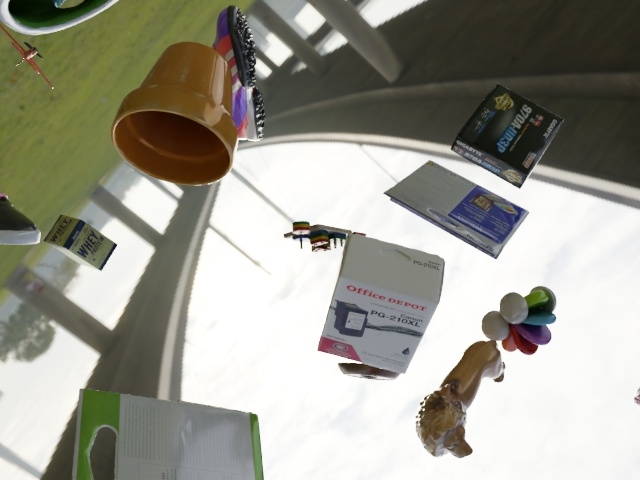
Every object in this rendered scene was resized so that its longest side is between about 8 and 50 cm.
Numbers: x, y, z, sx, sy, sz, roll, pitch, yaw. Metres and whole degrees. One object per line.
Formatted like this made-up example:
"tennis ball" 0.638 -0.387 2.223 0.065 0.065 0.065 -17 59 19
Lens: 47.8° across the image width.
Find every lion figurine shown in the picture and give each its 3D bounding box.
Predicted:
"lion figurine" 0.319 0.329 1.610 0.392 0.142 0.240 -57 156 -35

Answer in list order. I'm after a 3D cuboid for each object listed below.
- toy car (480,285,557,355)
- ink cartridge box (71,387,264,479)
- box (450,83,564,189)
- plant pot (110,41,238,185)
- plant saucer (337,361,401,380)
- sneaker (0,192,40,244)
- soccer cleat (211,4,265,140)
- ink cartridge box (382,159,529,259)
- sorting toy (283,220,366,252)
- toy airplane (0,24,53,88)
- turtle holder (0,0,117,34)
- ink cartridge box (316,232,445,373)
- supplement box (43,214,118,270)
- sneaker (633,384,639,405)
"toy car" 0.484 0.198 1.705 0.136 0.159 0.182 61 -42 28
"ink cartridge box" -0.204 0.307 0.929 0.097 0.255 0.189 -49 -144 36
"box" 0.412 -0.233 1.586 0.220 0.175 0.051 -49 166 -34
"plant pot" -0.232 -0.228 1.238 0.205 0.205 0.188 -32 -140 48
"plant saucer" 0.123 0.330 1.810 0.168 0.168 0.029 -21 -120 61
"sneaker" -0.485 -0.095 0.962 0.104 0.295 0.147 -3 113 -68
"soccer cleat" -0.181 -0.314 1.407 0.318 0.116 0.109 86 6 -56
"ink cartridge box" 0.333 -0.071 1.789 0.307 0.303 0.072 -38 154 -51
"sorting toy" 0.000 0.000 1.915 0.132 0.274 0.046 -15 -107 41
"toy airplane" -0.551 -0.348 1.353 0.028 0.151 0.151 -34 -163 6
"turtle holder" -0.271 -0.354 0.744 0.320 0.227 0.243 -21 172 -25
"ink cartridge box" 0.101 0.115 1.255 0.237 0.172 0.100 103 2 -49
"supplement box" -0.414 0.004 1.247 0.083 0.083 0.056 11 -113 44
"sneaker" 0.669 0.243 1.281 0.252 0.103 0.111 -46 -171 51
